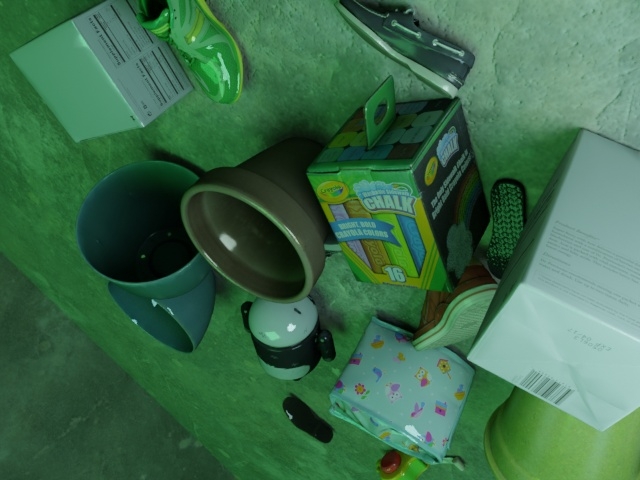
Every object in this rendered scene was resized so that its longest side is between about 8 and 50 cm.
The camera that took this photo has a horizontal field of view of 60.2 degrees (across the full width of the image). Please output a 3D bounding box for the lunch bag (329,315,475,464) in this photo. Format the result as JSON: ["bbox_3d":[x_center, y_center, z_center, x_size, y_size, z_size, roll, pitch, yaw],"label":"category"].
[{"bbox_3d":[0.181,0.324,1.193,0.262,0.223,0.160,23,149,16],"label":"lunch bag"}]

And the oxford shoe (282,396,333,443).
[{"bbox_3d":[-0.056,0.603,1.853,0.212,0.076,0.076,46,155,-11],"label":"oxford shoe"}]

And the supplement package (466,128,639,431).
[{"bbox_3d":[0.331,0.038,0.673,0.177,0.293,0.175,28,144,14],"label":"supplement package"}]

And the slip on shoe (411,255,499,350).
[{"bbox_3d":[0.242,0.129,1.035,0.331,0.123,0.101,97,158,-61],"label":"slip on shoe"}]

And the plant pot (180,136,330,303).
[{"bbox_3d":[-0.070,-0.057,0.970,0.263,0.229,0.263,24,142,20],"label":"plant pot"}]

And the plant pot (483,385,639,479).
[{"bbox_3d":[0.434,0.288,0.934,0.276,0.276,0.254,17,129,26],"label":"plant pot"}]

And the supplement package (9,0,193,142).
[{"bbox_3d":[-0.414,-0.320,1.044,0.261,0.145,0.204,0,131,40],"label":"supplement package"}]

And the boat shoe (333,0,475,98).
[{"bbox_3d":[0.111,-0.272,0.735,0.206,0.075,0.065,38,103,8],"label":"boat shoe"}]

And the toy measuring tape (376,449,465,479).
[{"bbox_3d":[0.272,0.681,1.617,0.121,0.121,0.330,48,144,-15],"label":"toy measuring tape"}]

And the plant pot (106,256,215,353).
[{"bbox_3d":[-0.400,0.139,1.505,0.290,0.195,0.290,25,146,18],"label":"plant pot"}]

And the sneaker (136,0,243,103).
[{"bbox_3d":[-0.226,-0.341,0.874,0.109,0.123,0.296,3,134,38],"label":"sneaker"}]

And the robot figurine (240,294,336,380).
[{"bbox_3d":[-0.081,0.229,1.364,0.209,0.174,0.278,-13,137,-6],"label":"robot figurine"}]

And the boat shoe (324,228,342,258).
[{"bbox_3d":[0.000,0.000,1.115,0.219,0.078,0.070,8,136,46],"label":"boat shoe"}]

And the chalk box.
[{"bbox_3d":[0.113,-0.092,0.818,0.179,0.180,0.289,3,132,38],"label":"chalk box"}]

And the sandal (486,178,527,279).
[{"bbox_3d":[0.299,-0.017,0.870,0.067,0.040,0.179,8,121,28],"label":"sandal"}]

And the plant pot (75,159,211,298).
[{"bbox_3d":[-0.367,0.002,1.268,0.293,0.293,0.235,29,159,12],"label":"plant pot"}]
